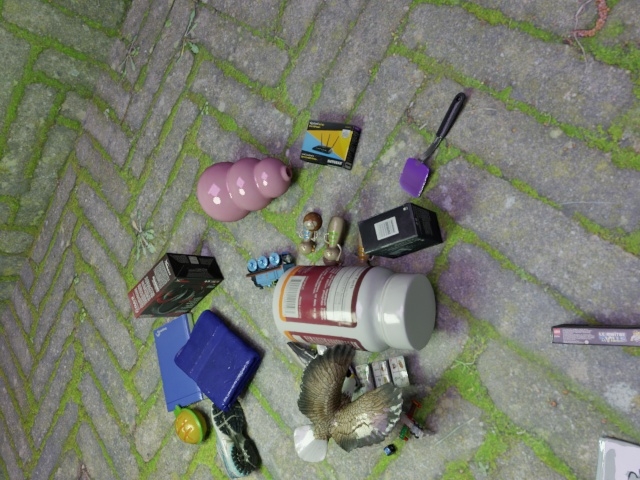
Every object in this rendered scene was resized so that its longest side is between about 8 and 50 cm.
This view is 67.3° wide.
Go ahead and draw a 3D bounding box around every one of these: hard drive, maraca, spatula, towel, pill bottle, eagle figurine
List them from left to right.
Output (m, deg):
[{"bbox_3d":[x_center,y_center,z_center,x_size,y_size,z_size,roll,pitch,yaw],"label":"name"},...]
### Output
[{"bbox_3d":[-0.533,0.462,1.815,0.210,0.040,0.318,-28,69,31],"label":"hard drive"},{"bbox_3d":[-0.473,0.656,1.713,0.186,0.099,0.127,6,99,44],"label":"maraca"},{"bbox_3d":[-0.352,0.405,1.650,0.308,0.076,0.227,30,89,37],"label":"towel"},{"bbox_3d":[0.053,0.422,1.230,0.298,0.227,0.225,109,158,-53],"label":"eagle figurine"},{"bbox_3d":[0.086,0.176,1.279,0.392,0.224,0.223,-1,84,36],"label":"pill bottle"},{"bbox_3d":[0.302,-0.259,1.289,0.084,0.030,0.296,40,108,35],"label":"spatula"}]

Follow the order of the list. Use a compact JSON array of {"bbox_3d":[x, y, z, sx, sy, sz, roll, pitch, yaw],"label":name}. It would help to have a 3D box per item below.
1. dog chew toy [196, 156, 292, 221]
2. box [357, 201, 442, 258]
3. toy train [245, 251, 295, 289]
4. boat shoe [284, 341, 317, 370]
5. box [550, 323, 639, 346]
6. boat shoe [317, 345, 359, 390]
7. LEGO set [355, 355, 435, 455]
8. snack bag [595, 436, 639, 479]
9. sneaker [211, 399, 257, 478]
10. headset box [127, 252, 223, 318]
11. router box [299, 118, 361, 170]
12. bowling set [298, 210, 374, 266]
[{"bbox_3d":[-0.244,-0.181,1.586,0.332,0.207,0.206,-14,76,27],"label":"dog chew toy"},{"bbox_3d":[0.209,-0.021,1.251,0.156,0.158,0.093,-21,72,33],"label":"box"},{"bbox_3d":[-0.164,0.099,1.564,0.184,0.080,0.105,-16,81,34],"label":"toy train"},{"bbox_3d":[-0.030,0.365,1.458,0.065,0.075,0.206,-37,47,-22],"label":"boat shoe"},{"bbox_3d":[0.589,0.191,0.975,0.207,0.114,0.036,-6,81,36],"label":"box"},{"bbox_3d":[0.052,0.349,1.377,0.063,0.066,0.184,-41,62,35],"label":"boat shoe"},{"bbox_3d":[0.196,0.445,1.292,0.182,0.060,0.244,-29,67,44],"label":"LEGO set"},{"bbox_3d":[0.691,0.567,0.905,0.343,0.037,0.322,8,90,37],"label":"snack bag"},{"bbox_3d":[-0.315,0.650,1.595,0.122,0.110,0.283,-47,55,36],"label":"sneaker"},{"bbox_3d":[-0.532,0.176,1.737,0.293,0.218,0.110,-40,63,25],"label":"headset box"},{"bbox_3d":[0.028,-0.297,1.486,0.179,0.046,0.133,17,95,37],"label":"router box"},{"bbox_3d":[0.000,0.000,1.386,0.287,0.200,0.154,12,93,41],"label":"bowling set"}]
